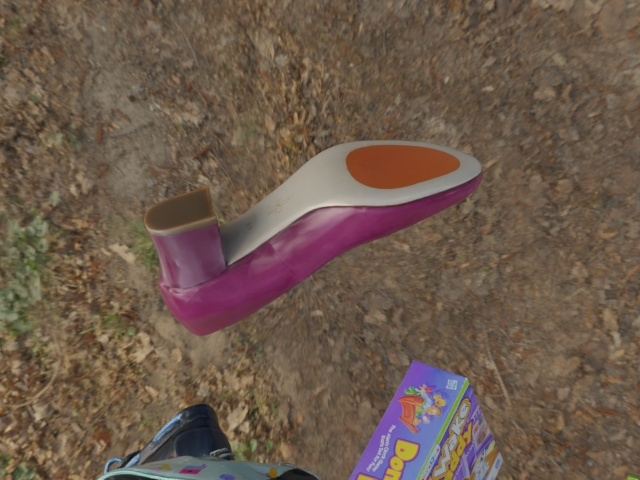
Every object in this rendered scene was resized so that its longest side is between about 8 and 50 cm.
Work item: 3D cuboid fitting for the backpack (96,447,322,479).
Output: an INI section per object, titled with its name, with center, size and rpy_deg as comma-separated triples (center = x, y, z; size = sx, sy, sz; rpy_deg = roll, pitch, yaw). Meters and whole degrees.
[backpack]
center = -0.087, 0.243, 0.530
size = 0.188, 0.144, 0.165
rpy_deg = -2, 86, 22

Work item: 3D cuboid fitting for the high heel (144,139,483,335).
[high heel]
center = 0.000, 0.000, 0.816
size = 0.377, 0.127, 0.181
rpy_deg = -10, 132, 0

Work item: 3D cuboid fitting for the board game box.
[board game box]
center = 0.099, 0.358, 0.866
size = 0.078, 0.233, 0.347
rpy_deg = 13, 58, 36

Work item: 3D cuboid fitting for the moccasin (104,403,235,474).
[moccasin]
center = -0.176, 0.292, 0.812
size = 0.138, 0.342, 0.116
rpy_deg = 17, 48, -31

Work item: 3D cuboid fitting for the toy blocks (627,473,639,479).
[toy blocks]
center = 0.424, 0.292, 0.556
size = 0.381, 0.261, 0.190
rpy_deg = 11, 100, 31
